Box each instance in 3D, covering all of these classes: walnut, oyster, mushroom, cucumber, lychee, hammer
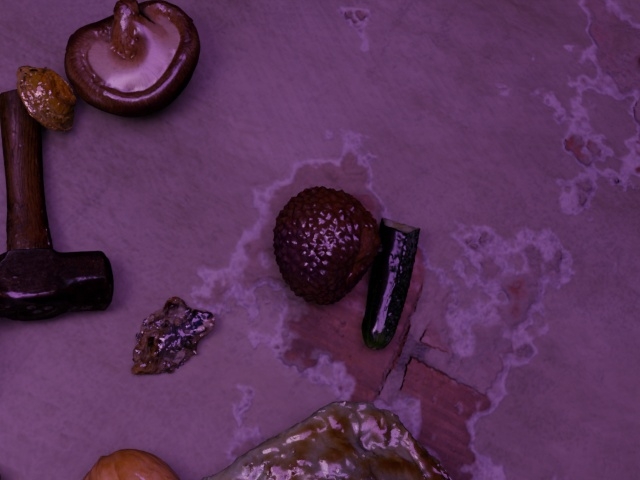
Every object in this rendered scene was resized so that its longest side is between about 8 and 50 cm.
[{"bbox_3d":[-0.263,0.399,1.243,0.159,0.159,0.207,-33,84,-21],"label":"walnut"},{"bbox_3d":[-0.245,0.158,1.378,0.103,0.051,0.148,31,78,5],"label":"oyster"},{"bbox_3d":[-0.316,-0.304,1.472,0.231,0.138,0.194,-17,91,-7],"label":"mushroom"},{"bbox_3d":[0.119,0.074,1.485,0.074,0.074,0.241,15,71,-9],"label":"cucumber"},{"bbox_3d":[0.000,0.000,1.427,0.188,0.188,0.188,4,72,-13],"label":"lychee"},{"bbox_3d":[-0.470,-0.072,1.360,0.242,0.095,0.409,0,67,-27],"label":"hammer"}]

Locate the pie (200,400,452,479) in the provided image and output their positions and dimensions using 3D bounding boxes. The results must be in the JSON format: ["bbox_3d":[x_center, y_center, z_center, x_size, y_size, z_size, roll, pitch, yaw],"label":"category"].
[{"bbox_3d":[0.041,0.444,1.294,0.395,0.180,0.418,-39,78,-21],"label":"pie"}]

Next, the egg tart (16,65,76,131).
[{"bbox_3d":[-0.446,-0.238,1.413,0.052,0.130,0.130,-30,80,18],"label":"egg tart"}]
